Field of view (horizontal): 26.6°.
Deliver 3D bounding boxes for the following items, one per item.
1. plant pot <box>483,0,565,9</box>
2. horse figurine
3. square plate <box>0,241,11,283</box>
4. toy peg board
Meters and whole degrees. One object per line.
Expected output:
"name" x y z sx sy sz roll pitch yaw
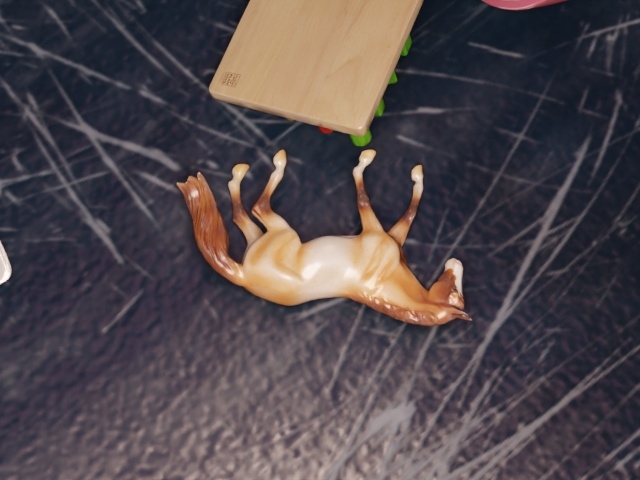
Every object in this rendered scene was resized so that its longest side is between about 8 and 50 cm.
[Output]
"plant pot" 0.145 -0.308 1.246 0.180 0.201 0.201 -14 69 -37
"horse figurine" 0.000 0.000 1.234 0.263 0.066 0.174 1 64 -4
"square plate" -0.503 -0.049 1.205 0.347 0.049 0.344 -25 90 -12
"toy peg board" 0.003 -0.173 1.300 0.161 0.079 0.161 16 69 21
